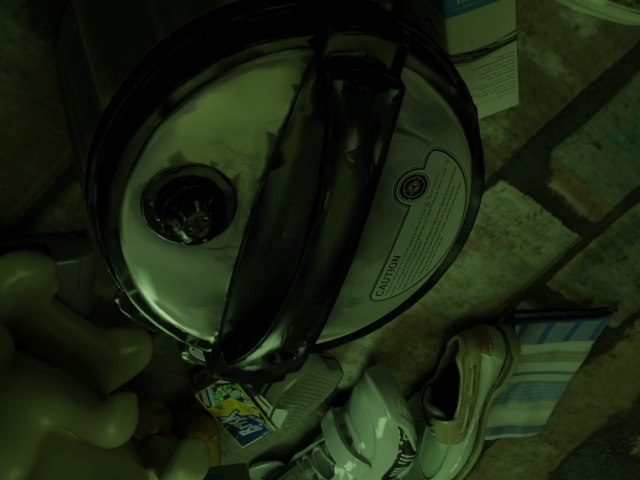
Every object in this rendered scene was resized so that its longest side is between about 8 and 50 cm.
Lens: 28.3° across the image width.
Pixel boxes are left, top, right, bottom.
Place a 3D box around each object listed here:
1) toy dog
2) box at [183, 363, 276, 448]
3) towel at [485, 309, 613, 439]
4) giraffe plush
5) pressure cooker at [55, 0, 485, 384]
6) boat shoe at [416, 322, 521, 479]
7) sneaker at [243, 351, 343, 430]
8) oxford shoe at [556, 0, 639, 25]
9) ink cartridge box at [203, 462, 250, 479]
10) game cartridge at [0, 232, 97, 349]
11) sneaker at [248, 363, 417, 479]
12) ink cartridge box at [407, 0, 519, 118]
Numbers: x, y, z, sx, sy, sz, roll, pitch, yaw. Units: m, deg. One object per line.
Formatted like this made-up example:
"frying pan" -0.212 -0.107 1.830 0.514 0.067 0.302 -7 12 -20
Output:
"toy dog" -0.321 0.274 1.369 0.395 0.408 0.284 -29 139 1
"box" -0.125 0.222 1.769 0.059 0.054 0.169 -30 138 1
"towel" 0.331 0.221 2.033 0.209 0.034 0.285 0 131 -30
"giraffe plush" -0.202 0.294 1.729 0.171 0.181 0.210 -5 141 -37
"pressure cooker" -0.052 -0.092 1.186 0.376 0.420 0.370 -29 128 3
"boat shoe" 0.200 0.253 1.944 0.103 0.113 0.302 2 120 -29
"sneaker" -0.052 0.166 1.714 0.126 0.127 0.321 -41 165 -9
"oxford shoe" 0.147 -0.329 1.208 0.449 0.169 0.130 21 162 -10
"ink cartridge box" -0.215 0.387 1.495 0.296 0.261 0.066 -7 122 -7
"game cartridge" -0.411 0.090 1.483 0.294 0.060 0.196 -8 139 -22
"sneaker" 0.014 0.338 1.897 0.210 0.137 0.365 -13 140 -21
"ink cartridge box" 0.143 -0.247 1.368 0.086 0.148 0.203 -22 138 -10
